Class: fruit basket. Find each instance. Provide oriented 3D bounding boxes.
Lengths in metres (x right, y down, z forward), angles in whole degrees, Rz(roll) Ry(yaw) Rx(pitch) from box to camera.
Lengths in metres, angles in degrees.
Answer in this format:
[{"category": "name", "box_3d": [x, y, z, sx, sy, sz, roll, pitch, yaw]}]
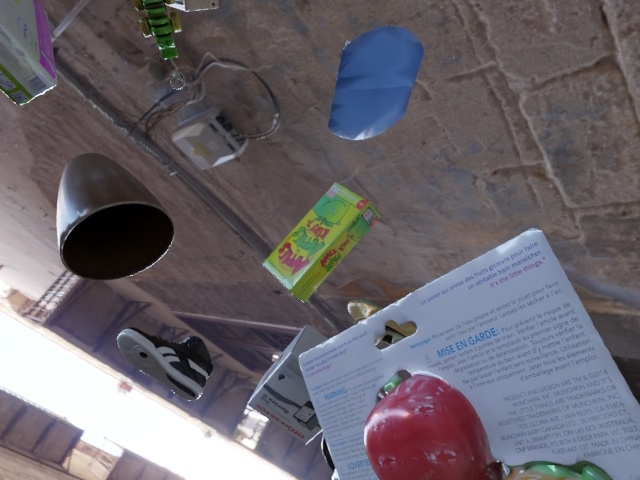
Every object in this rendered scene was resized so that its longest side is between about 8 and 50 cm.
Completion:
[{"category": "fruit basket", "box_3d": [0.133, 0.217, 0.398, 0.166, 0.327, 0.353, 2, -119, -39]}]

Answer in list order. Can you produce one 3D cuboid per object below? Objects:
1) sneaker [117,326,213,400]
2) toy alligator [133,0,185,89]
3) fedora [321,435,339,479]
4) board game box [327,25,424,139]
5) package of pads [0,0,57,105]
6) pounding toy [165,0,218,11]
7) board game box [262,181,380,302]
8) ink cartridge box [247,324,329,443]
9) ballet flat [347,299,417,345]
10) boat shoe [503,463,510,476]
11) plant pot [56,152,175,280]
[{"category": "sneaker", "box_3d": [-0.323, 0.233, 1.008, 0.217, 0.079, 0.121, 50, -149, -22]}, {"category": "toy alligator", "box_3d": [-0.239, -0.317, 0.712, 0.056, 0.051, 0.189, -14, -55, -8]}, {"category": "fedora", "box_3d": [0.112, 0.484, 0.872, 0.152, 0.334, 0.334, -46, -62, -44]}, {"category": "board game box", "box_3d": [0.071, -0.225, 0.669, 0.133, 0.033, 0.168, -13, -41, -25]}, {"category": "package of pads", "box_3d": [-0.603, -0.429, 0.857, 0.296, 0.101, 0.229, 63, 178, 31]}, {"category": "pounding toy", "box_3d": [-0.260, -0.542, 0.942, 0.100, 0.141, 0.130, -22, -50, -29]}, {"category": "board game box", "box_3d": [0.000, 0.000, 0.753, 0.181, 0.092, 0.043, -48, -47, -4]}, {"category": "ink cartridge box", "box_3d": [-0.038, 0.399, 1.283, 0.211, 0.289, 0.121, 35, -144, -1]}, {"category": "ballet flat", "box_3d": [0.144, 0.192, 0.963, 0.073, 0.232, 0.080, -49, -32, -35]}, {"category": "boat shoe", "box_3d": [0.286, 0.303, 0.729, 0.079, 0.081, 0.227, 18, -135, -56]}, {"category": "plant pot", "box_3d": [-0.448, -0.073, 0.981, 0.215, 0.215, 0.230, -1, -136, -44]}]
